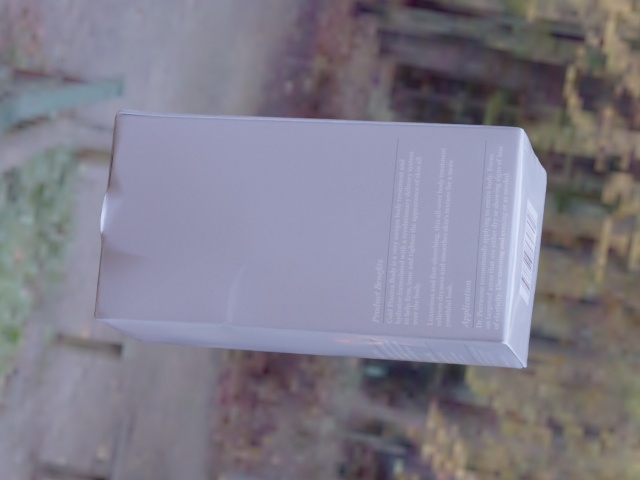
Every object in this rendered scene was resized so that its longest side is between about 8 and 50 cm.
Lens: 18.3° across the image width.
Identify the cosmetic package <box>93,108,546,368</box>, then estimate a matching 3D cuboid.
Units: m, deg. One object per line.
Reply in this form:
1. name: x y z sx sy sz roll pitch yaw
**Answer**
1. cosmetic package: 0.000 0.000 1.126 0.107 0.238 0.127 41 55 -72
